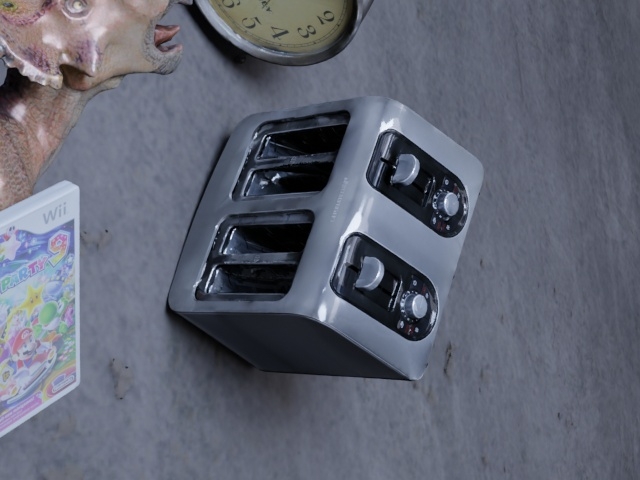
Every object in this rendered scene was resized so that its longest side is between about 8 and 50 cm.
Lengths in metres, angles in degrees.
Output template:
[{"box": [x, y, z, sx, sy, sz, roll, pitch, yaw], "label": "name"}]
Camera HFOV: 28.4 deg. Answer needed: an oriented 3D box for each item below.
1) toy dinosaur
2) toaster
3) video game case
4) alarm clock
[{"box": [-0.207, -0.040, 0.590, 0.296, 0.127, 0.200, -30, 135, -45], "label": "toy dinosaur"}, {"box": [0.000, 0.000, 0.866, 0.110, 0.186, 0.168, 37, 64, -38], "label": "toaster"}, {"box": [-0.148, 0.040, 0.602, 0.087, 0.011, 0.122, -34, 140, -46], "label": "video game case"}, {"box": [-0.008, -0.192, 0.867, 0.129, 0.192, 0.064, 56, 44, -29], "label": "alarm clock"}]
